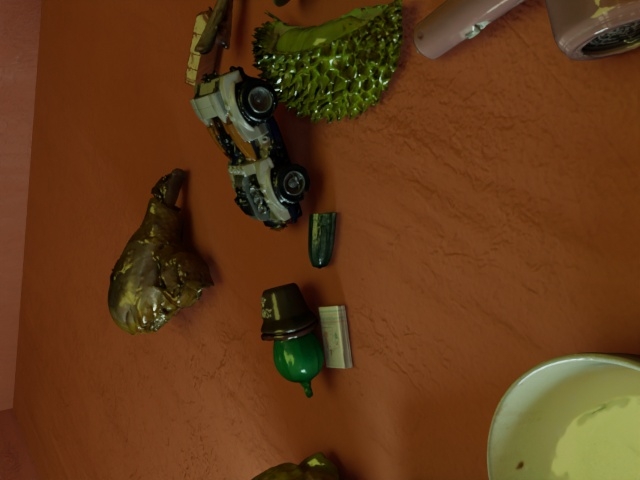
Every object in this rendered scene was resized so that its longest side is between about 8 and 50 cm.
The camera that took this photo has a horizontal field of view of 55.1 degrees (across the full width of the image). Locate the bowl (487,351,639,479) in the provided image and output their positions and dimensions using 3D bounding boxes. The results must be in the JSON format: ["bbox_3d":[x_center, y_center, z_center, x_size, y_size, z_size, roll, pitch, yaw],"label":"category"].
[{"bbox_3d":[0.320,0.238,0.609,0.277,0.145,0.276,3,93,51],"label":"bowl"}]

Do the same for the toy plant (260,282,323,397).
[{"bbox_3d":[-0.050,0.178,1.088,0.143,0.105,0.200,156,101,-76],"label":"toy plant"}]

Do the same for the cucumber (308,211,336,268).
[{"bbox_3d":[0.000,0.000,1.055,0.048,0.048,0.105,17,106,49],"label":"cucumber"}]

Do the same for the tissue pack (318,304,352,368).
[{"bbox_3d":[0.026,0.166,1.057,0.056,0.023,0.108,-9,86,52],"label":"tissue pack"}]

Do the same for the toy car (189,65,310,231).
[{"bbox_3d":[-0.121,-0.156,1.081,0.193,0.118,0.301,15,128,59],"label":"toy car"}]

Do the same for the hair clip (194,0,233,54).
[{"bbox_3d":[-0.178,-0.509,1.211,0.173,0.069,0.300,26,103,45],"label":"hair clip"}]

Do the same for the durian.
[{"bbox_3d":[0.003,-0.295,1.007,0.352,0.158,0.169,13,69,50],"label":"durian"}]

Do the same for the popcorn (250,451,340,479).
[{"bbox_3d":[-0.040,0.512,1.016,0.277,0.226,0.276,13,109,40],"label":"popcorn"}]

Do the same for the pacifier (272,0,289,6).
[{"bbox_3d":[-0.022,-0.452,1.024,0.117,0.126,0.150,30,142,6],"label":"pacifier"}]

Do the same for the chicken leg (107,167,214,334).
[{"bbox_3d":[-0.348,0.034,1.432,0.295,0.182,0.409,8,84,41],"label":"chicken leg"}]

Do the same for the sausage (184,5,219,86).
[{"bbox_3d":[-0.249,-0.415,1.313,0.065,0.065,0.169,39,121,42],"label":"sausage"}]

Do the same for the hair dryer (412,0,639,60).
[{"bbox_3d":[0.229,-0.281,0.719,0.352,0.125,0.210,-20,79,60],"label":"hair dryer"}]
